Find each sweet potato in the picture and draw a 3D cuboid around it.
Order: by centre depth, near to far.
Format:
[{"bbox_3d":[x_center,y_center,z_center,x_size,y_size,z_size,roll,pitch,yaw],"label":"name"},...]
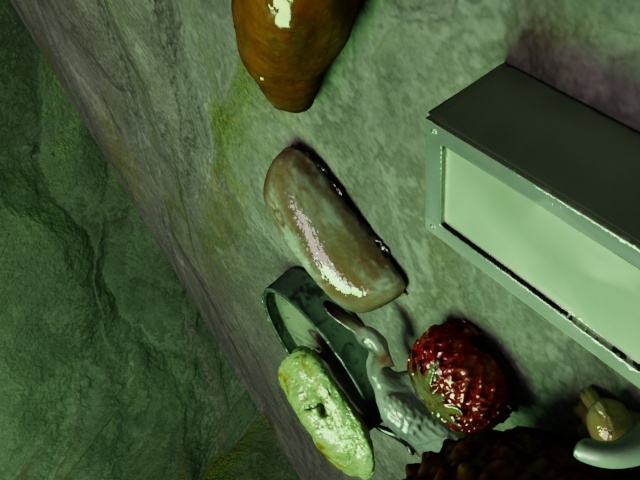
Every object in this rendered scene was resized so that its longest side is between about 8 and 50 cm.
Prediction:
[{"bbox_3d":[-0.026,-0.206,0.609,0.112,0.112,0.359,55,163,2],"label":"sweet potato"}]

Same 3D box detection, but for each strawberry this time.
[{"bbox_3d":[0.161,0.168,0.794,0.145,0.086,0.145,46,156,27],"label":"strawberry"}]

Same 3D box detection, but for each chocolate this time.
[{"bbox_3d":[-0.001,-0.001,0.907,0.261,0.083,0.161,52,162,7],"label":"chocolate"}]

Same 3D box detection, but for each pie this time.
[{"bbox_3d":[0.011,0.301,1.145,0.248,0.090,0.201,55,163,11],"label":"pie"}]

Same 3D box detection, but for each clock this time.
[{"bbox_3d":[0.013,0.199,1.209,0.325,0.067,0.325,46,158,25],"label":"clock"}]

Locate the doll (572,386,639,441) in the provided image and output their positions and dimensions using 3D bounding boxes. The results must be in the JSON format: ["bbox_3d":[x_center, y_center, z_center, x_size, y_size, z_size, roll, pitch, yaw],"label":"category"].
[{"bbox_3d":[0.256,0.169,0.626,0.093,0.051,0.061,142,119,-68],"label":"doll"}]

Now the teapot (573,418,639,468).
[{"bbox_3d":[0.311,0.172,0.387,0.294,0.129,0.193,34,152,46],"label":"teapot"}]

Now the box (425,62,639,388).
[{"bbox_3d":[0.181,-0.009,0.472,0.225,0.086,0.129,41,155,34],"label":"box"}]

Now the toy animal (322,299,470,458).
[{"bbox_3d":[0.122,0.231,0.953,0.195,0.090,0.324,16,144,43],"label":"toy animal"}]

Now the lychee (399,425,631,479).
[{"bbox_3d":[0.198,0.335,0.669,0.306,0.330,0.306,170,90,-87],"label":"lychee"}]
